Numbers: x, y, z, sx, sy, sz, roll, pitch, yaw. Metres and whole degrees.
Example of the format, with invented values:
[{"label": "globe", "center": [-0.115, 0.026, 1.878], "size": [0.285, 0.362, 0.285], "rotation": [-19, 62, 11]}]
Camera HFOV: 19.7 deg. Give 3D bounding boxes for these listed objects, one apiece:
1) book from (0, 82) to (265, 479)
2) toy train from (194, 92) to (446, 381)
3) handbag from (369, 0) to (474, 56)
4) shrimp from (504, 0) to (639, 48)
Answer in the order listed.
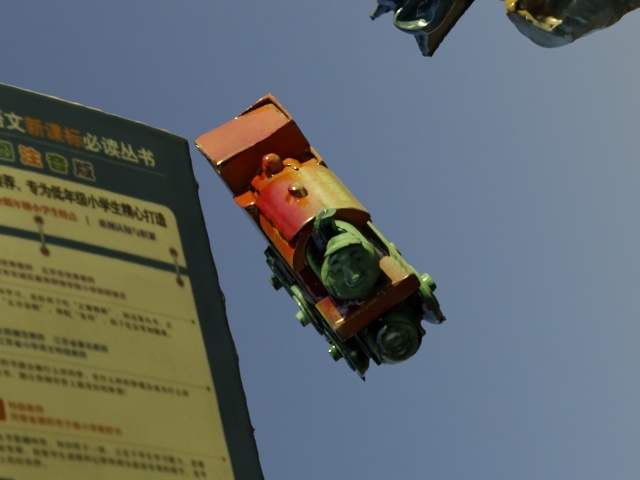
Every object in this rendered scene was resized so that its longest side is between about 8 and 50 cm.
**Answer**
[{"label": "book", "center": [-0.159, 0.085, 1.071], "size": [0.300, 0.039, 0.428], "rotation": [15, -131, -40]}, {"label": "toy train", "center": [0.000, 0.000, 1.028], "size": [0.118, 0.074, 0.176], "rotation": [56, 178, -31]}, {"label": "handbag", "center": [0.098, -0.210, 1.016], "size": [0.062, 0.179, 0.229], "rotation": [36, 162, 7]}, {"label": "shrimp", "center": [0.186, -0.135, 0.940], "size": [0.161, 0.166, 0.049], "rotation": [-28, -65, -44]}]
